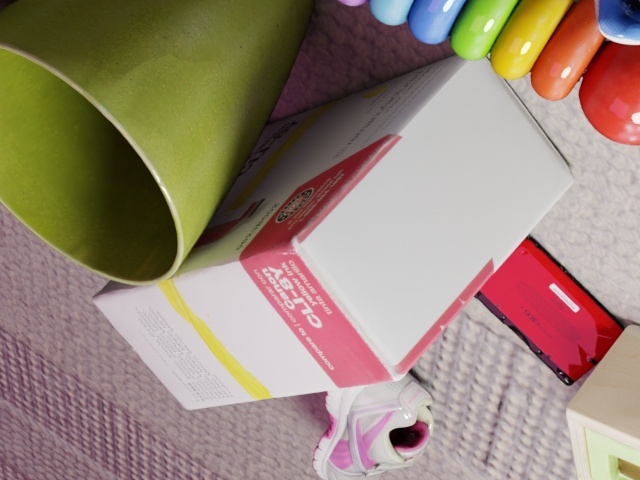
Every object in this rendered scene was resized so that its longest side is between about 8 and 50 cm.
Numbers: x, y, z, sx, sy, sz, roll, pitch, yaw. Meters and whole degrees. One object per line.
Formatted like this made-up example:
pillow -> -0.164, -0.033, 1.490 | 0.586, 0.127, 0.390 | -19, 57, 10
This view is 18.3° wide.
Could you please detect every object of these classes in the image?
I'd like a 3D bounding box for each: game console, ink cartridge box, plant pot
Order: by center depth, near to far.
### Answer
plant pot -> -0.145, -0.158, 1.780 | 0.275, 0.293, 0.274 | 29, 148, 20
ink cartridge box -> 0.000, 0.000, 1.834 | 0.160, 0.279, 0.385 | 51, 150, -15
game console -> 0.215, 0.063, 1.939 | 0.144, 0.085, 0.124 | 43, 120, -5

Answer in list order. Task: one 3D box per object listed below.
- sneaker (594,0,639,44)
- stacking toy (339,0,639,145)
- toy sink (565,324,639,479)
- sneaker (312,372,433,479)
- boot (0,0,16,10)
sneaker -> 0.282, -0.232, 1.225 | 0.130, 0.236, 0.323 | 42, 151, -1
stacking toy -> 0.144, -0.182, 1.578 | 0.330, 0.141, 0.141 | 34, 151, 5
toy sink -> 0.335, 0.220, 1.885 | 0.153, 0.131, 0.234 | 23, 147, 31
sneaker -> 0.065, 0.223, 2.243 | 0.111, 0.103, 0.252 | 33, 151, 18
boot -> -0.225, -0.175, 2.074 | 0.280, 0.096, 0.264 | 29, 175, -15
